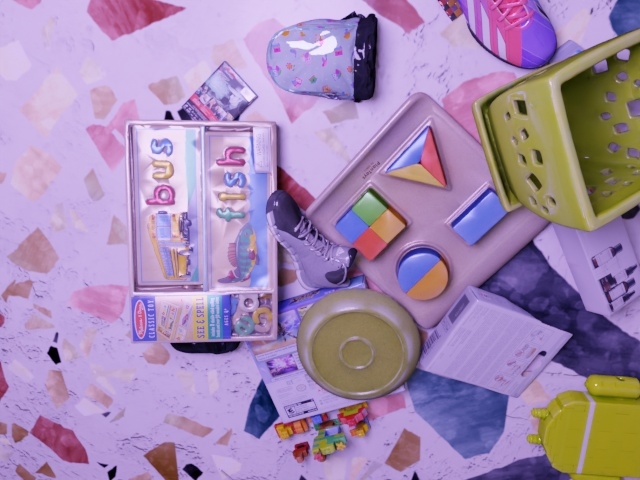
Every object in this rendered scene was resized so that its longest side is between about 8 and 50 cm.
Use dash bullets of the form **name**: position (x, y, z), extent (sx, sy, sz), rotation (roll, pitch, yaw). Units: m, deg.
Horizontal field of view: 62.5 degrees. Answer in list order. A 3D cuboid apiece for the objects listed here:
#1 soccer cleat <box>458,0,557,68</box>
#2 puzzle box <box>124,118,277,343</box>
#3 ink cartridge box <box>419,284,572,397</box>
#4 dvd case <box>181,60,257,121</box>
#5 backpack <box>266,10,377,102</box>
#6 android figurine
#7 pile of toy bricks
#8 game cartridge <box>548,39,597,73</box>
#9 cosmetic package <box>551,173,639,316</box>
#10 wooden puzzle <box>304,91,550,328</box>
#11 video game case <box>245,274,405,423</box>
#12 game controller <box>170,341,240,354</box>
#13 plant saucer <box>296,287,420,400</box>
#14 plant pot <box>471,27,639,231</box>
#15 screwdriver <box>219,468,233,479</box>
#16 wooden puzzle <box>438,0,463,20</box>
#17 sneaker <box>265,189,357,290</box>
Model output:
- **soccer cleat**: position (0.265, -0.402, 0.820), extent (0.109, 0.116, 0.318), rotation (-40, 98, 5)
- **puzzle box**: position (-0.215, -0.016, 0.970), extent (0.272, 0.052, 0.408), rotation (-1, 96, -4)
- **ink cartridge box**: position (0.335, 0.202, 1.028), extent (0.233, 0.066, 0.189), rotation (18, 117, -22)
- **dvd case**: position (-0.187, -0.258, 0.977), extent (0.119, 0.013, 0.087), rotation (-42, 98, 17)
- **backpack**: position (0.001, -0.309, 0.887), extent (0.182, 0.115, 0.151), rotation (5, 109, 8)
- **android figurine**: position (0.557, 0.384, 1.052), extent (0.273, 0.056, 0.248), rotation (2, 107, 6)
- **pile of toy bricks**: position (0.009, 0.415, 1.102), extent (0.212, 0.105, 0.118), rotation (-20, 103, 12)
- **game cartridge**: position (0.427, -0.293, 0.891), extent (0.056, 0.017, 0.083), rotation (-39, 99, 12)
- **cosmetic package**: position (0.486, 0.005, 0.930), extent (0.099, 0.060, 0.239), rotation (-30, 102, -14)
- **wooden puzzle**: position (0.192, -0.037, 0.960), extent (0.348, 0.080, 0.322), rotation (42, 106, -6)
- **video game case**: position (0.004, 0.223, 1.069), extent (0.270, 0.061, 0.244), rotation (-19, 104, 12)
- **game controller**: position (-0.260, 0.086, 1.071), extent (0.167, 0.067, 0.319), rotation (-1, 106, 22)
- **plant saucer**: position (0.071, 0.209, 1.006), extent (0.241, 0.037, 0.240), rotation (2, 107, 5)
- **plant pot**: position (0.378, -0.166, 0.807), extent (0.228, 0.207, 0.227), rotation (-28, 106, -17)
- **screwdriver**: position (-0.172, 0.585, 1.216), extent (0.170, 0.025, 0.024), rotation (41, 107, -7)
- **wooden puzzle**: position (0.227, -0.406, 0.886), extent (0.049, 0.006, 0.083), rotation (-36, 99, 15)
- **sneaker**: position (0.000, 0.000, 0.955), extent (0.132, 0.086, 0.228), rotation (1, 133, 33)
